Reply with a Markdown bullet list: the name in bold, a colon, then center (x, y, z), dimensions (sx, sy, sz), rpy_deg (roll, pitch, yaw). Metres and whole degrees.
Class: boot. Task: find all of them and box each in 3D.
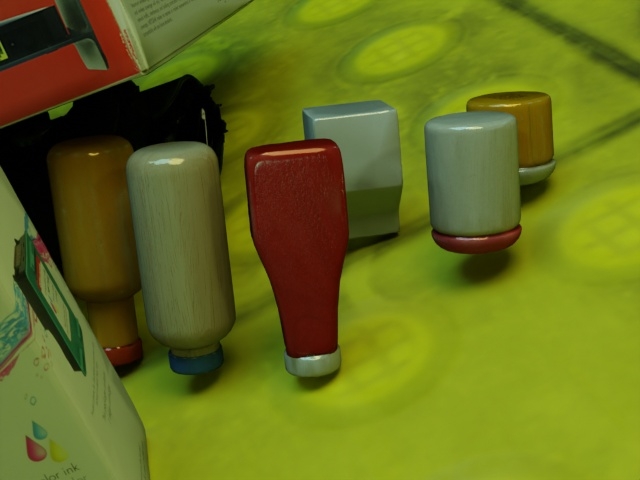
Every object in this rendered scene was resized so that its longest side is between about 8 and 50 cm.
- **boot**: center (-0.179, -0.008, 0.655), dimensions (0.207, 0.094, 0.246), rpy_deg (-8, 26, 32)

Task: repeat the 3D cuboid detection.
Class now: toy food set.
- **toy food set**: center (0.000, 0.000, 0.552), dimensions (0.232, 0.104, 0.111), rpy_deg (-7, 14, -8)

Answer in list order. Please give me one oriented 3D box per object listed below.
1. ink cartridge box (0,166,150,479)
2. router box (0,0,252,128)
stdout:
- **ink cartridge box**: center (-0.166, 0.032, 0.443), dimensions (0.134, 0.231, 0.078), rpy_deg (-22, 30, 2)
- **router box**: center (-0.198, -0.110, 0.684), dimensions (0.301, 0.082, 0.335), rpy_deg (-18, 15, 13)
